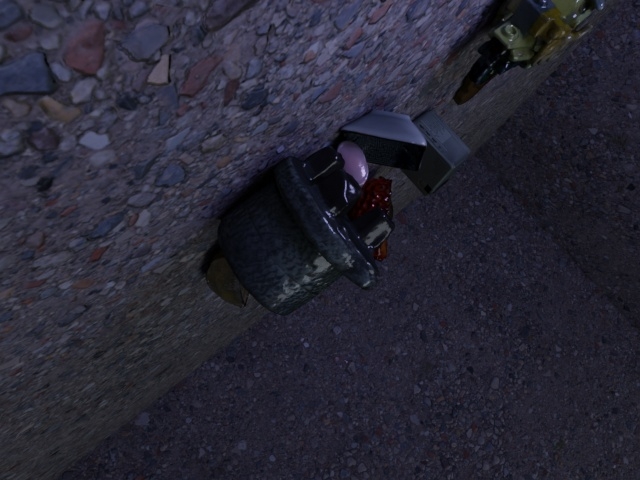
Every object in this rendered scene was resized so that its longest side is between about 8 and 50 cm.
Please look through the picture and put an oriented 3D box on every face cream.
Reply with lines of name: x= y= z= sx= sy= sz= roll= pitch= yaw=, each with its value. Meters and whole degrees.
face cream: x=0.058 y=-0.149 z=1.093 sx=0.073 sy=0.107 sz=0.269 roll=-18 pitch=174 yaw=-8

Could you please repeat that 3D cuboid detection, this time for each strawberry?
strawberry: x=0.157 y=-0.066 z=1.493 sx=0.336 sy=0.149 sz=0.265 roll=-73 pitch=166 yaw=-57

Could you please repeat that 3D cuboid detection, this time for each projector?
projector: x=0.344 y=-0.267 z=1.411 sx=0.099 sy=0.192 sz=0.257 roll=-37 pitch=171 yaw=-13

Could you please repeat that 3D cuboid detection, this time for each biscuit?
biscuit: x=0.517 y=-0.525 z=1.329 sx=0.320 sy=0.047 sz=0.183 roll=-46 pitch=172 yaw=32

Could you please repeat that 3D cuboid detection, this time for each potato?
potato: x=-0.224 y=0.054 z=1.106 sx=0.261 sy=0.100 sz=0.120 roll=101 pitch=-1 yaw=-55

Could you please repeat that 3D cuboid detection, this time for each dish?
dish: x=0.151 y=-0.234 z=1.032 sx=0.243 sy=0.181 sz=0.080 roll=21 pitch=82 yaw=-81

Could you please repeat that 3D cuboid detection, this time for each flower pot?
flower pot: x=-0.012 y=-0.008 z=0.886 sx=0.282 sy=0.299 sz=0.299 roll=-37 pitch=172 yaw=8

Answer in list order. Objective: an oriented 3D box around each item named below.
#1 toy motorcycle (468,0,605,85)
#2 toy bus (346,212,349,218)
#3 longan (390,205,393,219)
toy motorcycle: x=0.506 y=-0.497 z=1.008 sx=0.410 sy=0.169 sz=0.237 roll=-36 pitch=169 yaw=-20
toy bus: x=0.065 y=-0.069 z=1.626 sx=0.192 sy=0.077 sz=0.065 roll=-30 pitch=169 yaw=-45
longan: x=0.204 y=-0.102 z=1.797 sx=0.189 sy=0.189 sz=0.189 roll=-38 pitch=171 yaw=-7
